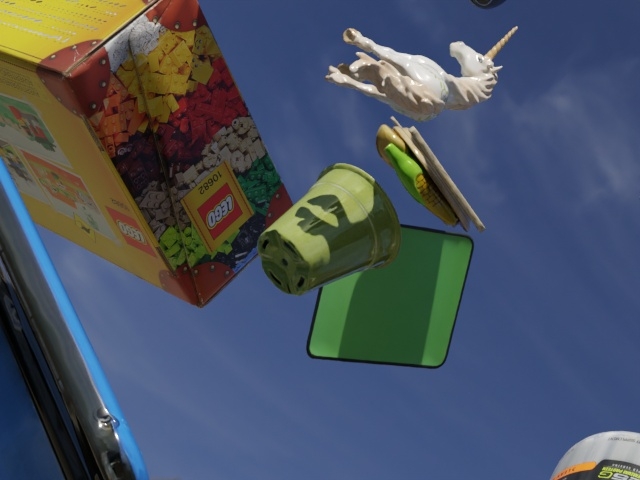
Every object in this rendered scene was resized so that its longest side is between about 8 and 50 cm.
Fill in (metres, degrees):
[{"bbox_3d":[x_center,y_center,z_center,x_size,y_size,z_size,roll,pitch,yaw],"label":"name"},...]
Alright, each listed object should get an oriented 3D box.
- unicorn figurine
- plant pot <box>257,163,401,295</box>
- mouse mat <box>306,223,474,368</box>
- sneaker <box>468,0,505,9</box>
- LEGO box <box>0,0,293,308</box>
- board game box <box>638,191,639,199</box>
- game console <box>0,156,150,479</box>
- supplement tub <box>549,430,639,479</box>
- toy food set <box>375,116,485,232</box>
[{"bbox_3d":[0.067,-0.114,0.873,0.111,0.162,0.060,21,-58,2],"label":"unicorn figurine"},{"bbox_3d":[0.000,0.000,0.885,0.083,0.079,0.083,30,-44,33],"label":"plant pot"},{"bbox_3d":[0.075,0.057,1.319,0.007,0.189,0.153,22,-79,55],"label":"mouse mat"},{"bbox_3d":[0.177,-0.278,1.164,0.232,0.081,0.090,91,-24,-61],"label":"sneaker"},{"bbox_3d":[-0.314,-0.170,1.645,0.500,0.193,0.372,23,-32,43],"label":"LEGO box"},{"bbox_3d":[0.369,-0.005,0.788,0.275,0.142,0.144,24,-71,-15],"label":"board game box"},{"bbox_3d":[-0.226,0.128,0.820,0.293,0.173,0.250,56,-19,34],"label":"game console"},{"bbox_3d":[0.310,0.384,1.399,0.207,0.338,0.207,14,-56,23],"label":"supplement tub"},{"bbox_3d":[0.097,-0.058,1.211,0.132,0.038,0.192,54,4,-8],"label":"toy food set"}]
